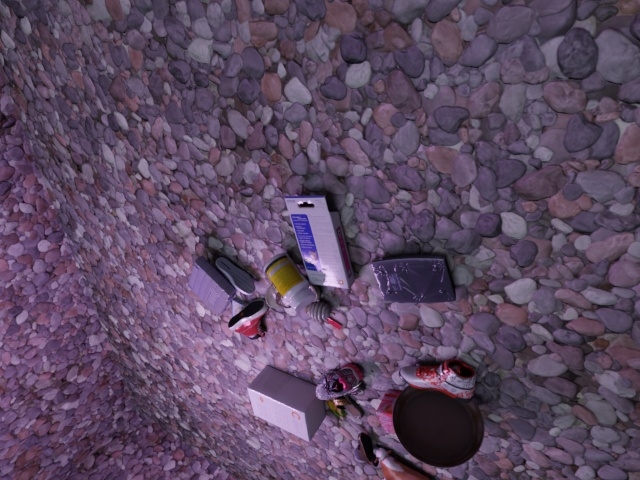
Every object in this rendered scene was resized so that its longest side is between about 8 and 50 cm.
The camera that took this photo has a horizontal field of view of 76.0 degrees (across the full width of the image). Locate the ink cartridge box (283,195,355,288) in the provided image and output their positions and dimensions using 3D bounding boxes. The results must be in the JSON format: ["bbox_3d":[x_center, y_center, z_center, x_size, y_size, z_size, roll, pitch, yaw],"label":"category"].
[{"bbox_3d":[0.000,0.000,1.465,0.175,0.069,0.371,3,123,34],"label":"ink cartridge box"}]

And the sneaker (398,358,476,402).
[{"bbox_3d":[0.420,0.473,1.473,0.269,0.090,0.145,14,125,23],"label":"sneaker"}]

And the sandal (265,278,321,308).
[{"bbox_3d":[-0.130,0.225,1.689,0.302,0.086,0.120,-19,107,41],"label":"sandal"}]

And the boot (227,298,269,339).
[{"bbox_3d":[-0.288,0.376,1.918,0.244,0.088,0.176,-35,125,25],"label":"boot"}]

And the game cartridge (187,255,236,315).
[{"bbox_3d":[-0.517,0.225,1.938,0.230,0.068,0.355,41,147,-1],"label":"game cartridge"}]

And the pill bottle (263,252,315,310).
[{"bbox_3d":[-0.117,0.160,1.577,0.208,0.119,0.119,52,137,21],"label":"pill bottle"}]

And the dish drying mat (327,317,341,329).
[{"bbox_3d":[0.049,0.338,1.695,0.083,0.008,0.032,30,133,14],"label":"dish drying mat"}]

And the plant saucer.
[{"bbox_3d":[0.410,0.642,1.445,0.310,0.311,0.050,15,137,26],"label":"plant saucer"}]

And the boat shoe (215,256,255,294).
[{"bbox_3d":[-0.379,0.165,1.841,0.226,0.083,0.076,44,151,13],"label":"boat shoe"}]

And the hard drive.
[{"bbox_3d":[0.305,0.123,1.341,0.254,0.054,0.172,-6,115,37],"label":"hard drive"}]

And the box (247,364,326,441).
[{"bbox_3d":[-0.166,0.806,2.046,0.345,0.168,0.215,13,125,29],"label":"box"}]

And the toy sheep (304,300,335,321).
[{"bbox_3d":[-0.002,0.285,1.646,0.132,0.091,0.091,2,121,18],"label":"toy sheep"}]

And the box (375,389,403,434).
[{"bbox_3d":[0.368,0.691,1.625,0.256,0.128,0.123,-10,113,38],"label":"box"}]

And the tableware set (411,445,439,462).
[{"bbox_3d":[0.390,0.737,1.462,0.141,0.168,0.020,15,93,43],"label":"tableware set"}]

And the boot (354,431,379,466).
[{"bbox_3d":[0.198,1.011,1.990,0.106,0.082,0.219,-8,116,35],"label":"boot"}]

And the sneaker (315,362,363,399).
[{"bbox_3d":[0.057,0.629,1.795,0.121,0.112,0.299,53,134,13],"label":"sneaker"}]

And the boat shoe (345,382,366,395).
[{"bbox_3d":[0.151,0.665,1.814,0.042,0.049,0.133,50,130,8],"label":"boat shoe"}]

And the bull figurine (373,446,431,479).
[{"bbox_3d":[0.372,1.098,1.916,0.310,0.101,0.189,24,134,23],"label":"bull figurine"}]

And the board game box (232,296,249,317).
[{"bbox_3d":[-0.380,0.356,1.992,0.103,0.026,0.154,24,130,20],"label":"board game box"}]

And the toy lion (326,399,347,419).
[{"bbox_3d":[0.073,0.807,1.978,0.096,0.034,0.100,7,123,40],"label":"toy lion"}]

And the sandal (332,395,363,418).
[{"bbox_3d":[0.102,0.758,1.901,0.219,0.060,0.090,43,134,3],"label":"sandal"}]
